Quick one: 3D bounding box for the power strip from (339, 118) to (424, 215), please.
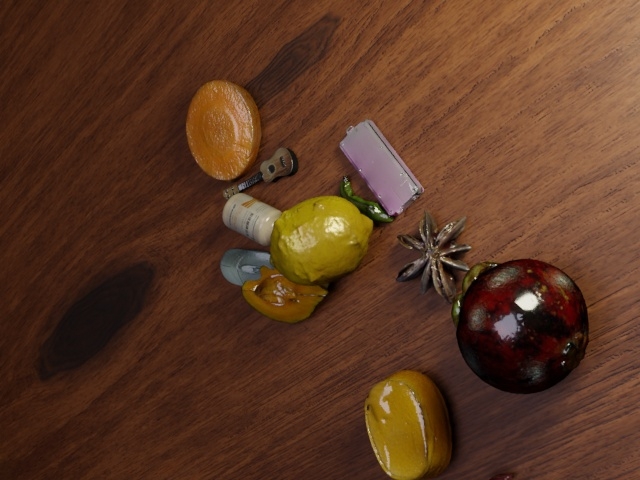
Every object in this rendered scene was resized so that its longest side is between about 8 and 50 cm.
[{"bbox_3d":[0.156,-0.192,1.793,0.109,0.037,0.279,-44,66,26],"label":"power strip"}]

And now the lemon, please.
[{"bbox_3d":[0.000,0.000,1.778,0.288,0.233,0.233,-21,77,7],"label":"lemon"}]

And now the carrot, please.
[{"bbox_3d":[-0.289,-0.328,2.076,0.258,0.100,0.307,-7,94,33],"label":"carrot"}]

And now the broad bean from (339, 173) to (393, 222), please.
[{"bbox_3d":[0.110,-0.097,1.820,0.195,0.046,0.061,45,116,28],"label":"broad bean"}]

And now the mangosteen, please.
[{"bbox_3d":[0.422,0.176,1.472,0.311,0.311,0.311,0,90,34],"label":"mangosteen"}]

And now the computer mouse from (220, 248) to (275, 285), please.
[{"bbox_3d":[-0.220,0.082,2.032,0.229,0.068,0.113,6,95,34],"label":"computer mouse"}]

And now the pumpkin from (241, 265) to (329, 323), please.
[{"bbox_3d":[-0.075,0.140,1.930,0.254,0.149,0.130,0,47,18],"label":"pumpkin"}]

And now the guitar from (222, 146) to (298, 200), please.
[{"bbox_3d":[-0.180,-0.184,2.022,0.271,0.038,0.083,-26,75,29],"label":"guitar"}]

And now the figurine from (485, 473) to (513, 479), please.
[{"bbox_3d":[0.468,0.641,1.537,0.234,0.127,0.185,10,87,44],"label":"figurine"}]

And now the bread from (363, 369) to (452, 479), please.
[{"bbox_3d":[0.218,0.457,1.686,0.195,0.143,0.269,-20,77,35],"label":"bread"}]

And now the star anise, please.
[{"bbox_3d":[0.277,0.042,1.683,0.229,0.093,0.236,-30,76,24],"label":"star anise"}]

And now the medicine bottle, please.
[{"bbox_3d":[-0.160,-0.044,1.964,0.252,0.114,0.114,27,105,31],"label":"medicine bottle"}]
